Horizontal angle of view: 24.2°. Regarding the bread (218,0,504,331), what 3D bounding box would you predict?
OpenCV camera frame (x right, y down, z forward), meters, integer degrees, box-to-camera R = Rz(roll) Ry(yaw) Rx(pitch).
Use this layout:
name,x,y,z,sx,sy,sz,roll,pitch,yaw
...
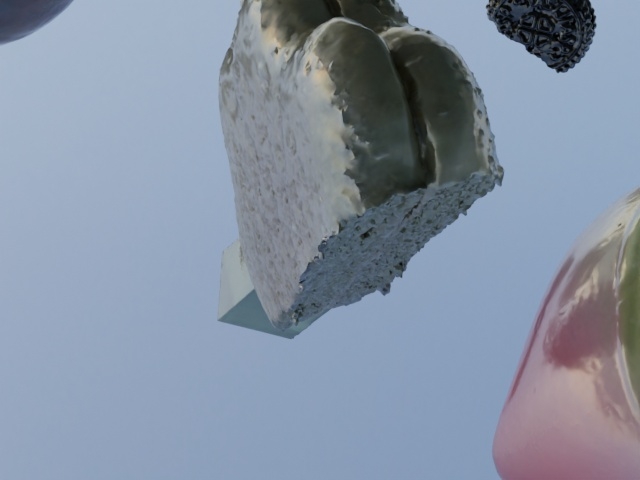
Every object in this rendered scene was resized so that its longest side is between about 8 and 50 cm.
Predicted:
name,x,y,z,sx,sy,sz,roll,pitch,yaw
bread,0.005,-0.061,0.896,0.102,0.337,0.183,-13,-101,-14

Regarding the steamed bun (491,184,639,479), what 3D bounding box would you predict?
name,x,y,z,sx,sy,sz,roll,pitch,yaw
steamed bun,0.251,0.100,0.996,0.309,0.309,0.309,3,-133,-4

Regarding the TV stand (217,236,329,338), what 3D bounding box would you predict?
name,x,y,z,sx,sy,sz,roll,pitch,yaw
TV stand,0.000,0.000,1.381,0.088,0.269,0.082,15,-122,-26

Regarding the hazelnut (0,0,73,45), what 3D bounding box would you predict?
name,x,y,z,sx,sy,sz,roll,pitch,yaw
hazelnut,-0.421,-0.398,1.595,0.359,0.359,0.409,-26,-87,-27

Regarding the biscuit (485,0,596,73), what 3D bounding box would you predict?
name,x,y,z,sx,sy,sz,roll,pitch,yaw
biscuit,0.181,-0.178,1.223,0.087,0.089,0.027,-7,-150,22
